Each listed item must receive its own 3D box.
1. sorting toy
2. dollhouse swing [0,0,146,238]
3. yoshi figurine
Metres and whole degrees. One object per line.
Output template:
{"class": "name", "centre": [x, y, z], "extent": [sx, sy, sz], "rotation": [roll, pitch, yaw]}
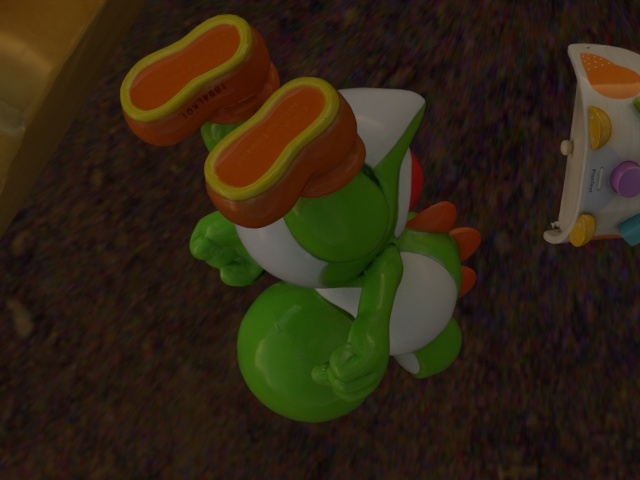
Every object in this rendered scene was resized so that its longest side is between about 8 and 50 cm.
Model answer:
{"class": "sorting toy", "centre": [0.133, -0.031, 0.651], "extent": [0.075, 0.045, 0.083], "rotation": [-1, 116, -10]}
{"class": "dollhouse swing", "centre": [-0.179, -0.211, 0.457], "extent": [0.346, 0.315, 0.305], "rotation": [27, 130, -6]}
{"class": "yoshi figurine", "centre": [-0.016, 0.023, 1.149], "extent": [0.203, 0.362, 0.204], "rotation": [-4, 59, 24]}
